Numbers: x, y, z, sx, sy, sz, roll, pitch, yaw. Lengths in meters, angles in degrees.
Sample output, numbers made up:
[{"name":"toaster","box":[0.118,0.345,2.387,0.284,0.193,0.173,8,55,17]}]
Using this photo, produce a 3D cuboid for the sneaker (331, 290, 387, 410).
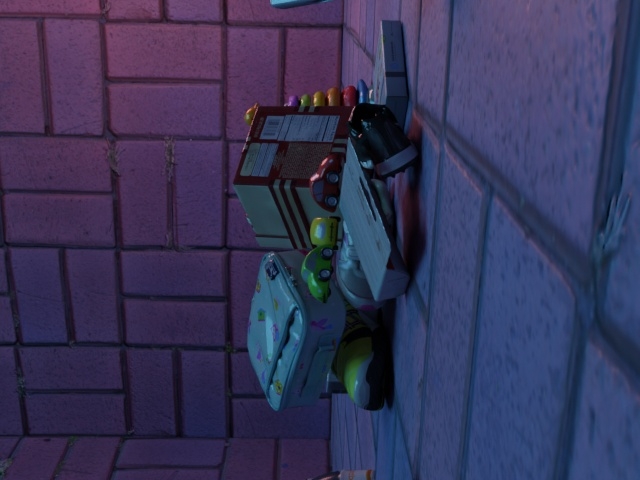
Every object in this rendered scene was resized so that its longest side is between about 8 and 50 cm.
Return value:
[{"name":"sneaker","box":[0.049,0.208,1.527,0.384,0.147,0.145,-99,11,-71]}]

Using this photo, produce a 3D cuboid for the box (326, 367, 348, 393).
[{"name":"box","box":[0.064,0.226,1.742,0.114,0.103,0.203,94,177,-66]}]

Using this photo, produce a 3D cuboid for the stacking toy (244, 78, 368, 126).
[{"name":"stacking toy","box":[-0.030,-0.290,1.882,0.165,0.302,0.175,-93,3,-66]}]

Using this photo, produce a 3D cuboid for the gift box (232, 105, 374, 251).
[{"name":"gift box","box":[-0.041,-0.131,1.689,0.258,0.277,0.255,68,-145,-52]}]

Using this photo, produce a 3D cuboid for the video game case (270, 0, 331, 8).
[{"name":"video game case","box":[0.038,-0.485,1.023,0.300,0.036,0.328,9,101,47]}]

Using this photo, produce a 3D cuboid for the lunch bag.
[{"name":"lunch bag","box":[-0.051,0.165,1.456,0.224,0.108,0.279,-117,33,-46]}]

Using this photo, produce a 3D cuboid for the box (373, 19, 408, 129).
[{"name":"box","box":[0.116,-0.255,1.328,0.145,0.038,0.186,94,178,-55]}]

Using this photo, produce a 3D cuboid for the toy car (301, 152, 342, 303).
[{"name":"toy car","box":[0.000,0.000,1.331,0.239,0.053,0.224,89,-173,-56]}]

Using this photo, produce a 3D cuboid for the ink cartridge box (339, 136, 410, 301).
[{"name":"ink cartridge box","box":[0.083,-0.029,1.158,0.224,0.056,0.180,98,154,-66]}]

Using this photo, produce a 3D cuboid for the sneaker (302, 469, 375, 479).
[{"name":"sneaker","box":[0.077,0.461,1.086,0.126,0.128,0.321,-75,-38,-72]}]

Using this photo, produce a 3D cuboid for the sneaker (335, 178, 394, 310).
[{"name":"sneaker","box":[0.078,-0.002,1.386,0.111,0.103,0.252,90,179,-64]}]

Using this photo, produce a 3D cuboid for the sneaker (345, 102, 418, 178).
[{"name":"sneaker","box":[0.083,-0.160,1.177,0.106,0.078,0.234,59,-178,-12]}]

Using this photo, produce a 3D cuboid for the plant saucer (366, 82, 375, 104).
[{"name":"plant saucer","box":[0.114,-0.292,1.733,0.119,0.021,0.119,-179,90,-88]}]
